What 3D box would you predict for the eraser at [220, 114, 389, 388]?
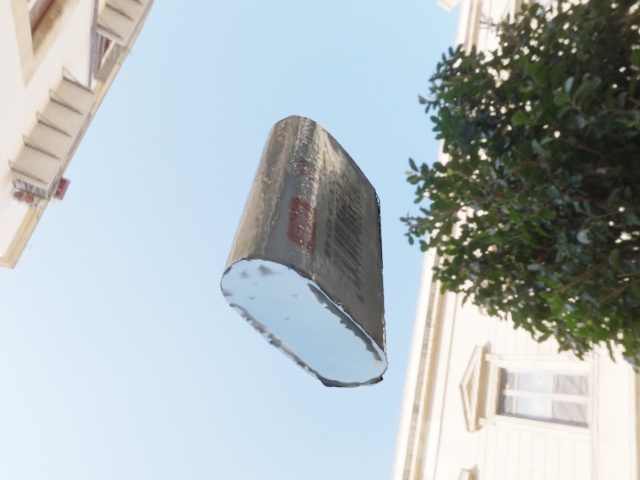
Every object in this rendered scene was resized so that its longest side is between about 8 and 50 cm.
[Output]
[{"bbox_3d":[0.000,0.000,0.441,0.174,0.081,0.227,48,-152,-30],"label":"eraser"}]
